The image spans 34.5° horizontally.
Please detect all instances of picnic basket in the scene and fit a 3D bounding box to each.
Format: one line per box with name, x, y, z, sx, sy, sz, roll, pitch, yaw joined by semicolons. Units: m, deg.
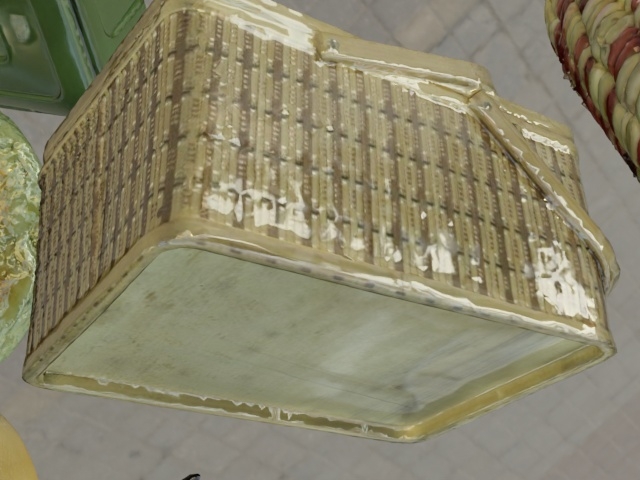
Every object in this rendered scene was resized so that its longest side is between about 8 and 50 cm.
picnic basket;0.000;0.000;0.642;0.313;0.175;0.228;15;147;-29

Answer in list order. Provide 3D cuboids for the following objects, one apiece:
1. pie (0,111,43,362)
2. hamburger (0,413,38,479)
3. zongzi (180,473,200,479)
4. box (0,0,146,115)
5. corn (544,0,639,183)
pie;-0.381;-0.003;0.966;0.302;0.302;0.067;-46;166;8
hamburger;-0.428;0.294;1.056;0.300;0.300;0.176;-56;156;18
zongzi;-0.204;0.326;0.663;0.319;0.383;0.362;36;115;-10
box;-0.358;-0.283;1.110;0.253;0.328;0.178;82;28;-45
corn;0.130;-0.054;0.334;0.086;0.253;0.086;-2;120;-4
